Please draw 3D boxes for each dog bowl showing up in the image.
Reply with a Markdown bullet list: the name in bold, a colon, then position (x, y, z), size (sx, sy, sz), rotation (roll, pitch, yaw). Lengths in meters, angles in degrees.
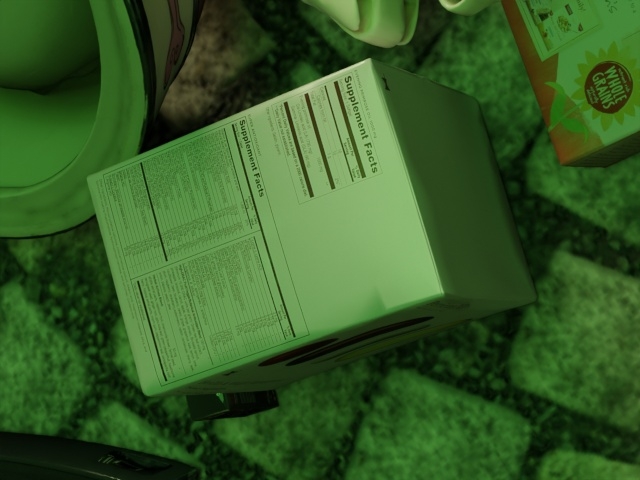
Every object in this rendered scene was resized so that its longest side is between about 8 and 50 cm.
- **dog bowl**: position (-0.253, -0.205, 1.126), size (0.408, 0.150, 0.408), rotation (19, 136, 19)

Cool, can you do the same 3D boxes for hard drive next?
- **hard drive**: position (-0.217, 0.230, 1.231), size (0.255, 0.054, 0.172), rotation (4, 88, 24)

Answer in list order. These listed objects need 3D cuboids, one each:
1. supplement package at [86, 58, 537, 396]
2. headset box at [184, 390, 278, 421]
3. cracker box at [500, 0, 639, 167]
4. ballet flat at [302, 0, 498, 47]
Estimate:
- **supplement package**: position (0.000, 0.000, 1.072), size (0.203, 0.194, 0.149), rotation (-21, 79, 22)
- **headset box**: position (-0.067, 0.090, 1.157), size (0.032, 0.083, 0.062), rotation (-19, 78, 22)
- **cracker box**: position (0.230, -0.159, 1.026), size (0.232, 0.067, 0.155), rotation (-26, 76, 35)
- **ballet flat**: position (0.067, -0.194, 1.056), size (0.342, 0.116, 0.124), rotation (-16, 74, 41)
